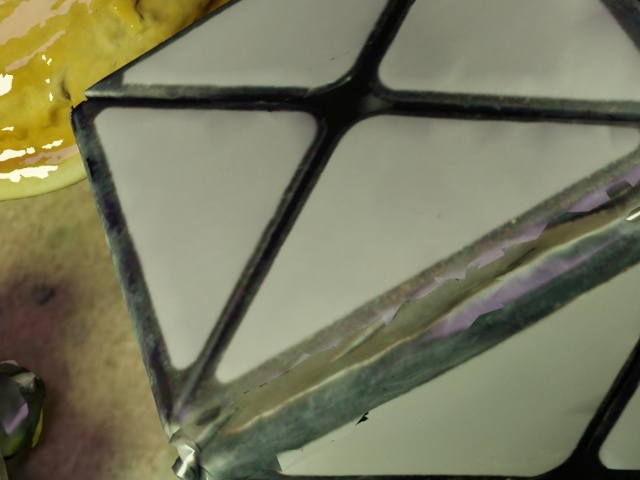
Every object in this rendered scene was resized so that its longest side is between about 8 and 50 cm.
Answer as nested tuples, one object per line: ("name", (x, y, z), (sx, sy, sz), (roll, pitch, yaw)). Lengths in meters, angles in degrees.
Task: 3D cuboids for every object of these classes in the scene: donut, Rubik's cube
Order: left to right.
("donut", (-0.222, -0.237, 1.158), (0.449, 0.198, 0.449), (-7, 65, 16))
("Rubik's cube", (0.082, 0.020, 0.821), (0.310, 0.307, 0.305), (-32, 43, 6))

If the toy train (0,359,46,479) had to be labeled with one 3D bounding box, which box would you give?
("toy train", (-0.282, 0.178, 1.036), (0.177, 0.134, 0.261), (-31, 57, 17))
